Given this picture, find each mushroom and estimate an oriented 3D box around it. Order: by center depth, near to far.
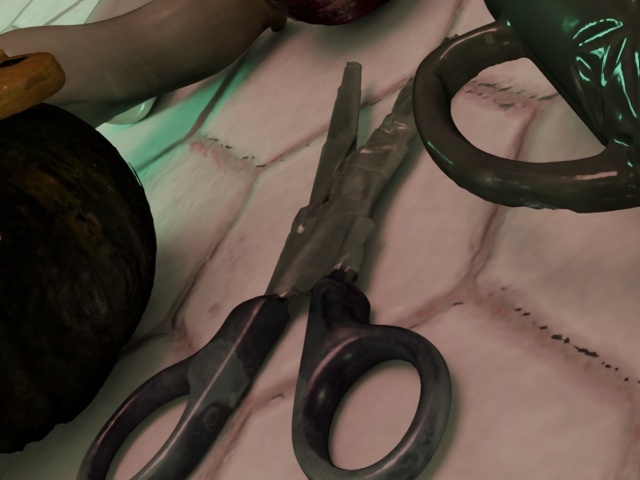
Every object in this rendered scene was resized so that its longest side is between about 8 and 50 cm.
[{"bbox_3d":[-0.184,-0.151,0.956,0.351,0.097,0.109,-26,-21,-24],"label":"mushroom"}]

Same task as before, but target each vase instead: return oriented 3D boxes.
[{"bbox_3d":[0.164,-0.085,0.510,0.251,0.156,0.301,-29,37,13],"label":"vase"}]

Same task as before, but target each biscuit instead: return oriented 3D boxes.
[{"bbox_3d":[-0.270,-0.091,0.732,0.240,0.035,0.158,-8,28,27],"label":"biscuit"}]

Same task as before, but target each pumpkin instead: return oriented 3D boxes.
[{"bbox_3d":[-0.261,0.023,0.760,0.320,0.192,0.320,-17,21,7],"label":"pumpkin"}]

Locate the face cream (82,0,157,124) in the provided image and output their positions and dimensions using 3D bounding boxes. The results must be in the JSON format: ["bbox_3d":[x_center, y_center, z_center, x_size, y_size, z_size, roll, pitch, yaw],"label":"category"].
[{"bbox_3d":[-0.161,-0.265,1.163,0.102,0.102,0.346,-18,36,33],"label":"face cream"}]

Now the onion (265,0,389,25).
[{"bbox_3d":[-0.020,-0.255,0.921,0.218,0.140,0.195,-6,43,27],"label":"onion"}]

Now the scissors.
[{"bbox_3d":[0.000,0.000,0.684,0.256,0.029,0.384,-16,39,37],"label":"scissors"}]
